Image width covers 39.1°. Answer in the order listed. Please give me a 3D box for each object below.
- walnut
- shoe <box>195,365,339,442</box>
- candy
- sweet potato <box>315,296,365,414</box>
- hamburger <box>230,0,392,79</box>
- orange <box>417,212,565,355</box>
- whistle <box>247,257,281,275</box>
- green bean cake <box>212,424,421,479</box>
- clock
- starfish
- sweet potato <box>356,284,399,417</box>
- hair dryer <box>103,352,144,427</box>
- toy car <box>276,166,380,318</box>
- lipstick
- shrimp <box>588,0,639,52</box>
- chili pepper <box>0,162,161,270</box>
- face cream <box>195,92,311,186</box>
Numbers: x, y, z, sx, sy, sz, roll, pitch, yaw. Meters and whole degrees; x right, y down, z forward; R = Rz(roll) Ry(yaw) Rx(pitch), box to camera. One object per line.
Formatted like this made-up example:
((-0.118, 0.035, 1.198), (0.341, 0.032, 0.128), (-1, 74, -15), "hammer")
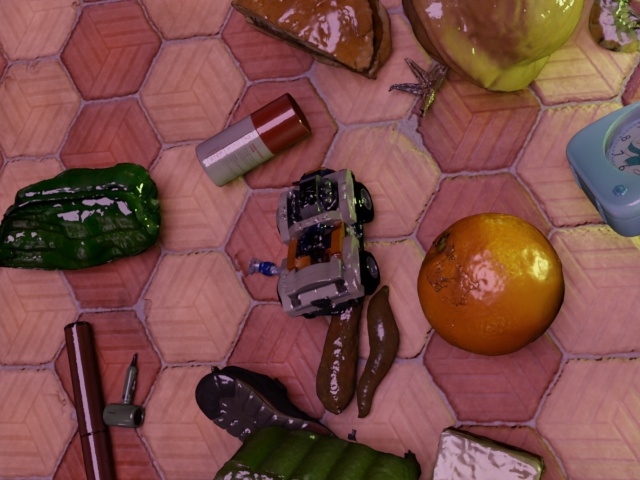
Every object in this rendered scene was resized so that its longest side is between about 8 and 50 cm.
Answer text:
((0.302, -0.472, 1.566), (0.384, 0.383, 0.383), (-3, 79, 17), "walnut")
((-0.097, 0.324, 1.663), (0.291, 0.137, 0.114), (34, 100, -7), "shoe")
((0.260, 0.488, 1.514), (0.180, 0.135, 0.320), (11, 86, 19), "candy")
((0.043, 0.184, 1.671), (0.075, 0.075, 0.273), (8, 80, 19), "sweet potato")
((-0.001, -0.469, 1.753), (0.330, 0.162, 0.209), (28, 91, 25), "hamburger")
((0.286, 0.075, 1.526), (0.246, 0.246, 0.246), (-3, 79, 17), "orange")
((-0.107, 0.056, 1.761), (0.083, 0.029, 0.033), (11, 92, 29), "whistle")
((-0.009, 0.486, 1.526), (0.319, 0.218, 0.335), (10, 105, 16), "green bean cake")
((0.569, -0.142, 1.507), (0.274, 0.094, 0.223), (-26, 41, 10), "clock")
((0.197, -0.288, 1.719), (0.133, 0.041, 0.130), (-5, 74, 25), "starfish")
((0.107, 0.206, 1.654), (0.069, 0.059, 0.249), (5, 86, 36), "sweet potato")
((-0.385, 0.297, 1.803), (0.071, 0.047, 0.150), (2, 75, 19), "hair dryer")
((-0.001, -0.002, 1.666), (0.193, 0.118, 0.301), (-18, 58, 25), "toy car")
((-0.463, 0.339, 1.811), (0.057, 0.057, 0.356), (-16, 75, 14), "lipstick")
((0.581, -0.437, 1.624), (0.150, 0.051, 0.217), (30, 98, 17), "shrimp")
((-0.500, -0.049, 1.833), (0.385, 0.213, 0.167), (-12, 35, 12), "chili pepper")
((-0.132, -0.198, 1.780), (0.214, 0.096, 0.095), (-29, 73, 10), "face cream")
